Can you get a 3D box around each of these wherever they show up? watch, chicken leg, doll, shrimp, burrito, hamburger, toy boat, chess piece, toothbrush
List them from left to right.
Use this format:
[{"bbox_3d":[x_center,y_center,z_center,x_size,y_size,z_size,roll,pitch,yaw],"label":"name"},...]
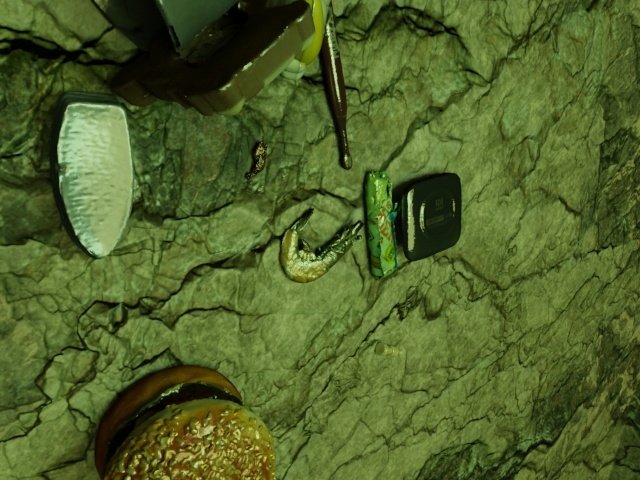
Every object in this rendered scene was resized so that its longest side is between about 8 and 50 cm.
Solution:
[{"bbox_3d":[-0.376,-0.100,0.885,0.127,0.078,0.282,-7,109,-36],"label":"toy boat"},{"bbox_3d":[-0.214,-0.380,0.740,0.314,0.335,0.327,-46,135,-13],"label":"watch"},{"bbox_3d":[-0.261,0.430,1.037,0.330,0.250,0.329,-11,111,-31],"label":"hamburger"},{"bbox_3d":[-0.124,-0.160,1.073,0.036,0.021,0.083,7,106,-46],"label":"chicken leg"},{"bbox_3d":[-0.037,-0.417,0.923,0.111,0.252,0.237,6,66,-10],"label":"doll"},{"bbox_3d":[0.000,0.000,1.199,0.217,0.051,0.150,-39,117,-13],"label":"shrimp"},{"bbox_3d":[0.032,-0.320,1.114,0.041,0.041,0.363,-25,119,-26],"label":"toothbrush"},{"bbox_3d":[0.160,-0.039,1.289,0.104,0.054,0.287,-21,117,-28],"label":"burrito"},{"bbox_3d":[0.191,0.300,1.443,0.092,0.035,0.035,20,94,-41],"label":"chess piece"}]

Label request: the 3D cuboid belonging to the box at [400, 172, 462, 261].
[{"bbox_3d":[0.281,-0.060,1.314,0.213,0.042,0.201,-16,106,-34],"label":"box"}]
